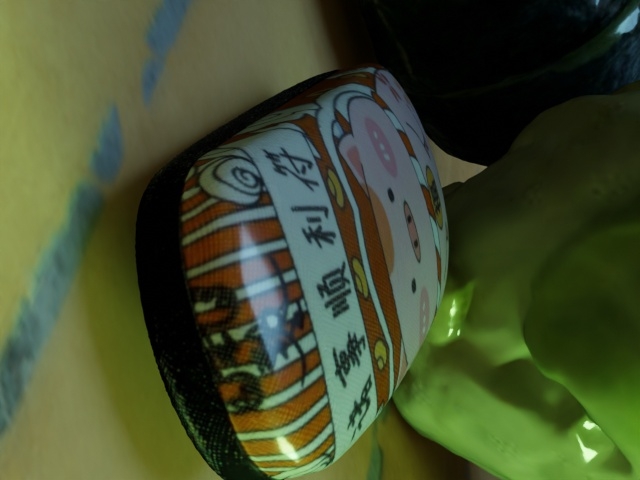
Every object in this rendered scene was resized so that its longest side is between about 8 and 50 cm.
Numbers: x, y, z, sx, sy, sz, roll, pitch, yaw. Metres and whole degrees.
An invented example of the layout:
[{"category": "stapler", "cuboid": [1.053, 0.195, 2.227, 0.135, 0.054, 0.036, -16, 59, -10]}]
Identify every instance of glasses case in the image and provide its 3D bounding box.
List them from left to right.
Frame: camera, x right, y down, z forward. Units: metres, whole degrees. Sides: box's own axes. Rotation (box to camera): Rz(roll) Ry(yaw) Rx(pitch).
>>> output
[{"category": "glasses case", "cuboid": [0.000, 0.000, 0.533, 0.267, 0.067, 0.103, -50, 123, -70]}]

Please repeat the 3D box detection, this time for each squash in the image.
[{"category": "squash", "cuboid": [0.099, -0.161, 0.826, 0.252, 0.165, 0.252, 51, 29, -43]}]

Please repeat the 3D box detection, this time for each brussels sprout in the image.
[{"category": "brussels sprout", "cuboid": [0.189, 0.042, 0.700, 0.273, 0.316, 0.243, 4, 82, -48]}]
